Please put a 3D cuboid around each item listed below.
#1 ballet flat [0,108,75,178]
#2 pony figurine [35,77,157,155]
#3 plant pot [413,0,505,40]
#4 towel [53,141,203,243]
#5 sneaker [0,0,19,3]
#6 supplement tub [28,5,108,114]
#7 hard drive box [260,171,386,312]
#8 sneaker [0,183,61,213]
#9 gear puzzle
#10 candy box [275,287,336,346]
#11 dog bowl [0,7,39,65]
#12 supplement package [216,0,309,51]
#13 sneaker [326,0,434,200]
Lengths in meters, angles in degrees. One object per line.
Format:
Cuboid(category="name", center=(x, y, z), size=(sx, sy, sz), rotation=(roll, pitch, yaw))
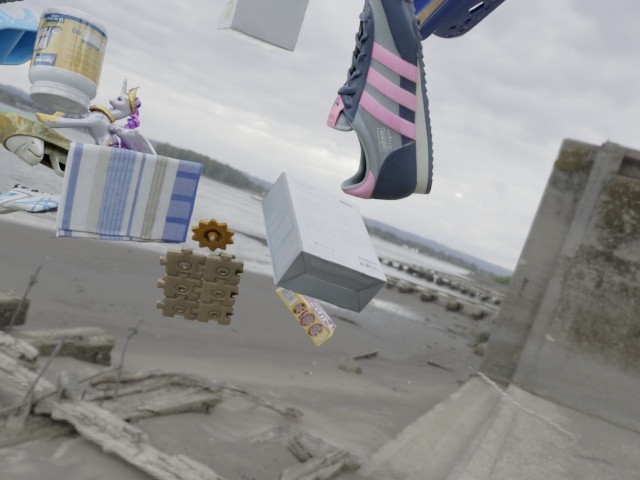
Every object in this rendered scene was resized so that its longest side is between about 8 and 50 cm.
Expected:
Cuboid(category="ballet flat", center=(-0.726, -0.233, 1.527), size=(0.123, 0.123, 0.348), rotation=(22, -4, 44))
Cuboid(category="pony figurine", center=(-0.725, -0.341, 1.947), size=(0.363, 0.351, 0.303), rotation=(-30, 18, -30))
Cuboid(category="plant pot", center=(0.258, -0.563, 1.169), size=(0.212, 0.236, 0.236), rotation=(-31, -3, -40))
Cuboid(category="towel", center=(-0.412, -0.094, 1.235), size=(0.285, 0.209, 0.034), rotation=(5, 21, -33))
Cuboid(category="sneaker", center=(-0.686, -0.535, 1.199), size=(0.283, 0.110, 0.122), rotation=(-20, -38, 40))
Cuboid(category="supplement tub", center=(-0.564, -0.398, 1.273), size=(0.144, 0.199, 0.144), rotation=(7, -9, 1))
Cuboid(category="hard drive box", center=(0.000, 0.000, 1.040), size=(0.181, 0.089, 0.232), rotation=(22, 32, -27))
Cuboid(category="sneaker", center=(-0.804, -0.116, 1.584), size=(0.237, 0.086, 0.085), rotation=(-1, 4, -1))
Cuboid(category="gear puzzle", center=(-0.253, 0.064, 1.216), size=(0.175, 0.339, 0.044), rotation=(10, 47, -10))
Cuboid(category="candy box", center=(-0.038, 0.187, 1.537), size=(0.186, 0.053, 0.109), rotation=(51, 10, 2))
Cuboid(category="dog bowl", center=(-0.875, -0.559, 1.572), size=(0.074, 0.166, 0.297), rotation=(45, 17, -7))
Cuboid(category="supplement package", center=(-0.173, -0.697, 1.706), size=(0.198, 0.199, 0.262), rotation=(14, 13, -23))
Cuboid(category="sneaker", center=(0.066, -0.201, 0.737), size=(0.131, 0.319, 0.112), rotation=(-10, 18, 2))
